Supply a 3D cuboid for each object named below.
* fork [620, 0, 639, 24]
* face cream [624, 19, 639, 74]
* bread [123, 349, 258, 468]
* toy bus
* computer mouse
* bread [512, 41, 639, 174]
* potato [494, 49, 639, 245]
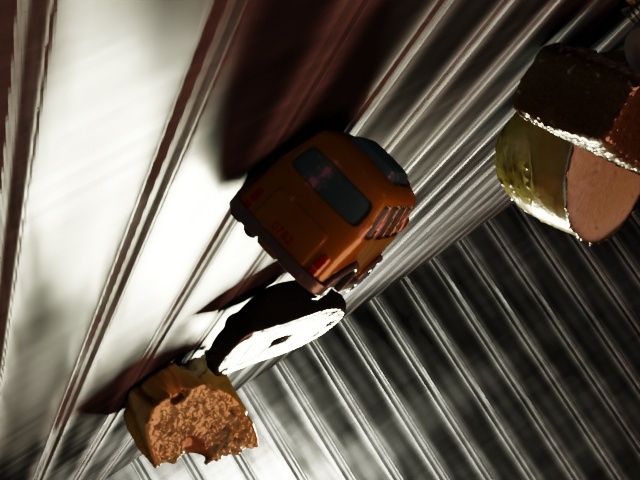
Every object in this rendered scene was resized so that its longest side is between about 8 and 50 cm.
[{"bbox_3d":[0.405,-0.314,1.332,0.034,0.028,0.219,-31,170,21],"label":"fork"},{"bbox_3d":[0.588,-0.352,1.390,0.370,0.145,0.145,-43,174,-14],"label":"face cream"},{"bbox_3d":[-0.244,0.255,1.717,0.184,0.224,0.211,-27,128,-20],"label":"bread"},{"bbox_3d":[0.016,-0.033,0.972,0.136,0.126,0.209,-46,170,12],"label":"toy bus"},{"bbox_3d":[-0.077,0.122,1.595,0.270,0.086,0.137,-16,152,-44],"label":"computer mouse"},{"bbox_3d":[0.438,-0.141,1.356,0.417,0.165,0.113,16,105,-45],"label":"bread"},{"bbox_3d":[0.386,-0.168,1.543,0.247,0.196,0.299,16,101,-45],"label":"potato"}]
